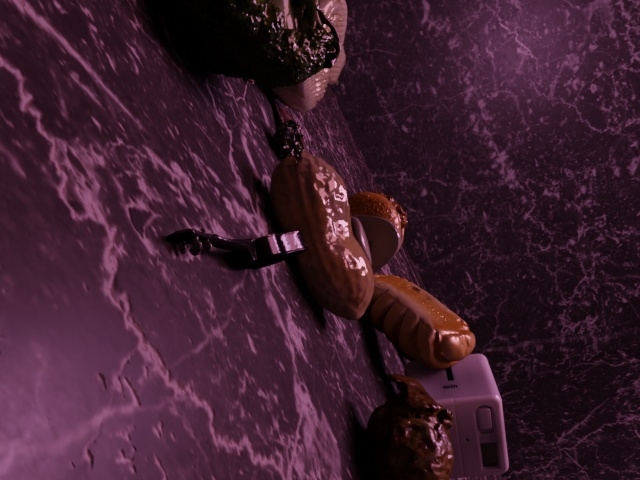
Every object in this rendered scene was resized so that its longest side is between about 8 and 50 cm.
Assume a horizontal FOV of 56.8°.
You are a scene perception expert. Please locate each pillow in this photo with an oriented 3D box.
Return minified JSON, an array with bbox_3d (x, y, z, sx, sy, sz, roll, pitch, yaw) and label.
[{"bbox_3d":[-0.065,-0.250,1.418,0.118,0.043,0.185,49,20,-45],"label":"pillow"}]

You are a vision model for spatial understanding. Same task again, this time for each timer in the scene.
[{"bbox_3d":[0.294,0.385,1.309,0.195,0.194,0.192,-74,154,-73],"label":"timer"}]

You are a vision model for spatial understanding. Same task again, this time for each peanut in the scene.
[{"bbox_3d":[0.007,-0.004,1.055,0.313,0.149,0.149,66,12,1],"label":"peanut"}]

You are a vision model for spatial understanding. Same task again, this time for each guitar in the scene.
[{"bbox_3d":[-0.098,0.010,0.745,0.271,0.084,0.038,5,63,-69],"label":"guitar"}]

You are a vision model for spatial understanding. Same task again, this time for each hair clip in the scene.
[{"bbox_3d":[0.069,0.019,1.278,0.282,0.113,0.172,-21,-97,64],"label":"hair clip"}]

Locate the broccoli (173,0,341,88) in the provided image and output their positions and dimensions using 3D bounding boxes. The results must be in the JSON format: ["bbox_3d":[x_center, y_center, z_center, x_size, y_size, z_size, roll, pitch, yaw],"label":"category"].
[{"bbox_3d":[-0.111,-0.400,0.971,0.321,0.283,0.304,42,14,30],"label":"broccoli"}]

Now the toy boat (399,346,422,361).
[{"bbox_3d":[0.222,0.230,1.617,0.293,0.108,0.099,52,49,-30],"label":"toy boat"}]

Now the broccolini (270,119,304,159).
[{"bbox_3d":[-0.040,-0.182,1.321,0.202,0.068,0.091,54,34,-45],"label":"broccolini"}]

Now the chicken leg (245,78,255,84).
[{"bbox_3d":[-0.159,-0.371,1.302,0.036,0.021,0.083,38,29,-47],"label":"chicken leg"}]

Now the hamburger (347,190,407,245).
[{"bbox_3d":[0.124,-0.032,1.460,0.118,0.191,0.181,-15,88,-76],"label":"hamburger"}]

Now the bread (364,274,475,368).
[{"bbox_3d":[0.212,0.188,1.375,0.173,0.121,0.311,5,24,-38],"label":"bread"}]

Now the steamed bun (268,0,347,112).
[{"bbox_3d":[-0.066,-0.482,1.455,0.280,0.207,0.268,81,32,-61],"label":"steamed bun"}]

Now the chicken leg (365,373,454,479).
[{"bbox_3d":[0.147,0.332,1.032,0.361,0.140,0.211,-18,105,-88],"label":"chicken leg"}]
